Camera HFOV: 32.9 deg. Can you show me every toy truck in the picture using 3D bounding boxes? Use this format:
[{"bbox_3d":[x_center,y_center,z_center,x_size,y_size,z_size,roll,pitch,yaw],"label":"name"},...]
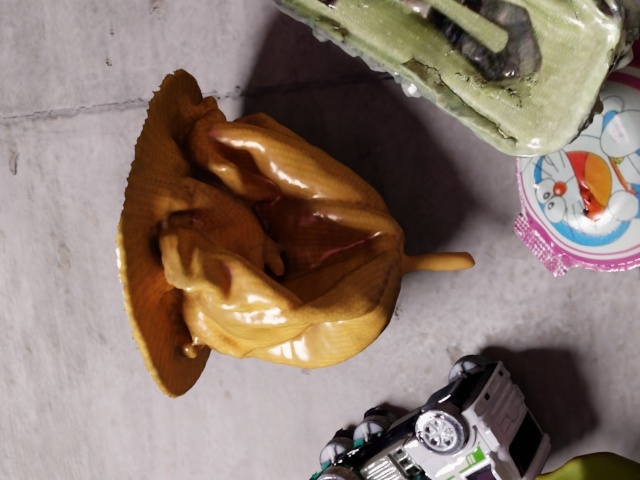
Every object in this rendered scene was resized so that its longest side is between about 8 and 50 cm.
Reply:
[{"bbox_3d":[0.074,0.187,0.826,0.216,0.110,0.116,-37,92,30],"label":"toy truck"}]

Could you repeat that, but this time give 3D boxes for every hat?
[{"bbox_3d":[0.000,0.000,0.813,0.233,0.233,0.244,3,71,13],"label":"hat"}]

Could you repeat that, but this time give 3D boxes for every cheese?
[{"bbox_3d":[0.208,-0.079,0.703,0.244,0.062,0.155,-55,53,29],"label":"cheese"}]

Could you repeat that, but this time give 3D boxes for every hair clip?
[{"bbox_3d":[0.090,-0.163,0.745,0.321,0.091,0.138,43,120,41],"label":"hair clip"}]

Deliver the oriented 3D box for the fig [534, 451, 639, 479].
[{"bbox_3d":[0.201,0.288,0.667,0.316,0.316,0.316,6,102,30],"label":"fig"}]
